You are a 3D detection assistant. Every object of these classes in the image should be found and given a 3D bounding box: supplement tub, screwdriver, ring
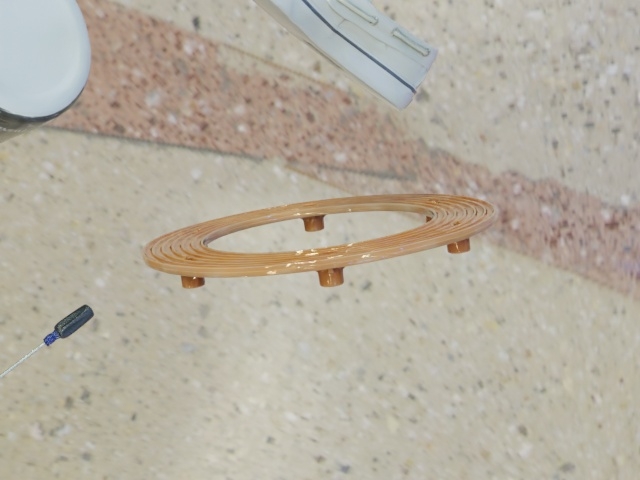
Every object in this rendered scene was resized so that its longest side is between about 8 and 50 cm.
[{"bbox_3d":[-0.449,-0.204,1.625,0.338,0.207,0.207,-13,69,44],"label":"supplement tub"},{"bbox_3d":[-0.343,0.134,1.621,0.170,0.024,0.025,-41,34,-23],"label":"screwdriver"},{"bbox_3d":[0.000,0.000,1.265,0.336,0.336,0.032,-5,100,12],"label":"ring"}]

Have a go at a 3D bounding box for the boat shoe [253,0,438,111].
[{"bbox_3d":[0.012,-0.227,1.286,0.088,0.267,0.096,-54,29,1],"label":"boat shoe"}]
